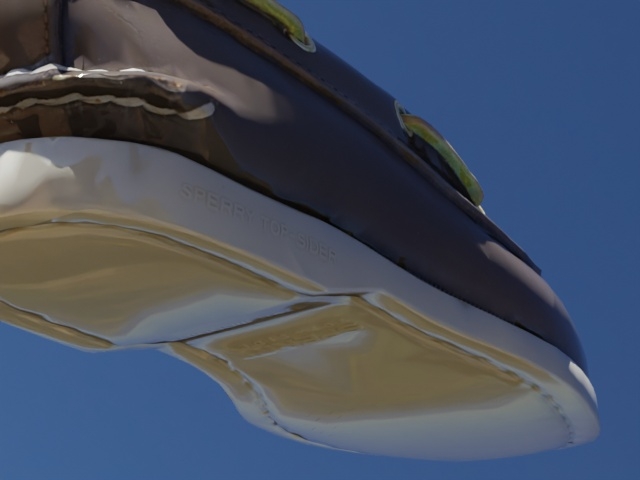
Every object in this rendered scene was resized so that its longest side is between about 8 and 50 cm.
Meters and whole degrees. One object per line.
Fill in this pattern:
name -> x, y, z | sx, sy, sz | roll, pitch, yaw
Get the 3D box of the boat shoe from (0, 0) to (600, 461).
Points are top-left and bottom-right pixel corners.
boat shoe -> 0.000, 0.000, 0.618 | 0.116, 0.097, 0.324 | -13, -23, 28
